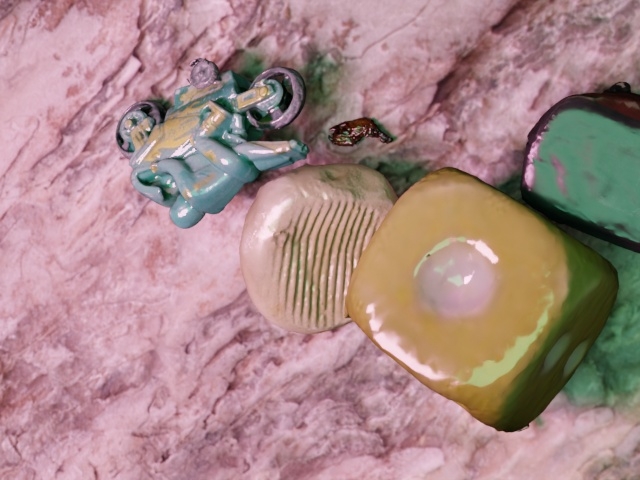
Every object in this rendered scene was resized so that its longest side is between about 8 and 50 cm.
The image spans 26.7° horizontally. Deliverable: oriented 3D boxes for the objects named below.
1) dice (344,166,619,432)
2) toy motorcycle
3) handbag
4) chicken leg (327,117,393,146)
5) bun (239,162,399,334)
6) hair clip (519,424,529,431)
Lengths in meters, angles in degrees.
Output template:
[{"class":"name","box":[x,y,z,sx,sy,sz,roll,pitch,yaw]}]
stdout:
[{"class":"dice","box":[0.188,0.066,1.559,0.238,0.233,0.227,35,94,23]},{"class":"toy motorcycle","box":[-0.145,-0.118,1.690,0.296,0.109,0.198,-16,66,30]},{"class":"handbag","box":[0.360,-0.080,1.539,0.254,0.181,0.181,19,102,11]},{"class":"chicken leg","box":[0.050,-0.138,1.706,0.083,0.021,0.036,-3,87,12]},{"class":"bun","box":[0.000,0.000,1.672,0.231,0.133,0.231,-7,117,-13]},{"class":"hair clip","box":[0.228,0.154,1.686,0.049,0.049,0.173,-21,89,18]}]
